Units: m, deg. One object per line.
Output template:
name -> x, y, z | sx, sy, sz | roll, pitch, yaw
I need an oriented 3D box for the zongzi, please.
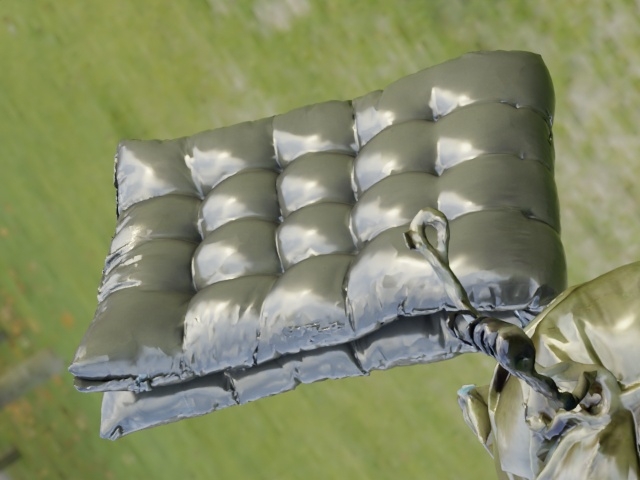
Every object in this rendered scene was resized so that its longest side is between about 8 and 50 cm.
zongzi -> 0.197, 0.178, 0.812 | 0.447, 0.181, 0.418 | 48, -160, -78

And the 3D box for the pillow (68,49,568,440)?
pillow -> 0.000, 0.000, 1.174 | 0.101, 0.326, 0.228 | 63, -159, -44
